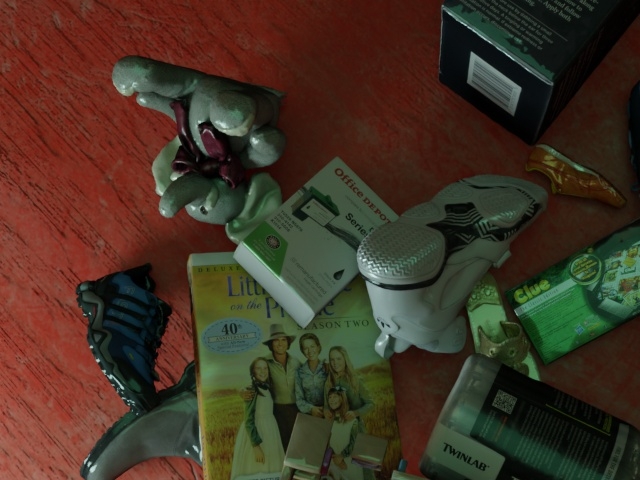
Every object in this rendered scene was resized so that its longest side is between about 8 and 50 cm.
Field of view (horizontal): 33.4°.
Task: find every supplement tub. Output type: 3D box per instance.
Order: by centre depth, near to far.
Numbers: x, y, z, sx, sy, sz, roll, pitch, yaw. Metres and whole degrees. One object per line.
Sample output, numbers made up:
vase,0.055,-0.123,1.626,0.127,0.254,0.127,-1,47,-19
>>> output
supplement tub,0.333,0.325,1.574,0.338,0.207,0.207,25,80,11

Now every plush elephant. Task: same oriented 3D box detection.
plush elephant,-0.179,-0.134,1.721,0.271,0.330,0.256,22,102,23

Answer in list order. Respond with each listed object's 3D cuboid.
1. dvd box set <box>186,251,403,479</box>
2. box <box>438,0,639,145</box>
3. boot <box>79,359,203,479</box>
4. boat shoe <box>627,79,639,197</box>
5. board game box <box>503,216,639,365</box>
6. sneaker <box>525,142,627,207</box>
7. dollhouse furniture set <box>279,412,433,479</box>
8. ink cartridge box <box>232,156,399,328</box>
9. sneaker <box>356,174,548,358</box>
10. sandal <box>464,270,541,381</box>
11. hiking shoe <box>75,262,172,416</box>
dvd box set,-0.039,0.218,1.649,0.307,0.062,0.421,-1,70,-13
box,0.387,-0.397,1.693,0.212,0.293,0.395,38,83,12
boot,-0.192,0.329,1.670,0.338,0.118,0.223,-40,79,-4
boat shoe,0.553,-0.138,1.726,0.109,0.089,0.258,5,72,-7
board game box,0.435,0.078,1.681,0.259,0.030,0.136,-30,78,13
sneaker,0.419,-0.095,1.748,0.175,0.064,0.067,31,101,17
dollhouse furniture set,0.086,0.394,1.424,0.303,0.286,0.198,14,67,5
ink cartridge box,0.000,0.000,1.653,0.160,0.092,0.219,44,67,4
sneaker,0.209,0.041,1.668,0.365,0.210,0.137,-26,39,-31
sandal,0.282,0.154,1.683,0.088,0.079,0.240,-20,76,1
hiking shoe,-0.292,0.140,1.671,0.132,0.113,0.304,-27,44,-5
